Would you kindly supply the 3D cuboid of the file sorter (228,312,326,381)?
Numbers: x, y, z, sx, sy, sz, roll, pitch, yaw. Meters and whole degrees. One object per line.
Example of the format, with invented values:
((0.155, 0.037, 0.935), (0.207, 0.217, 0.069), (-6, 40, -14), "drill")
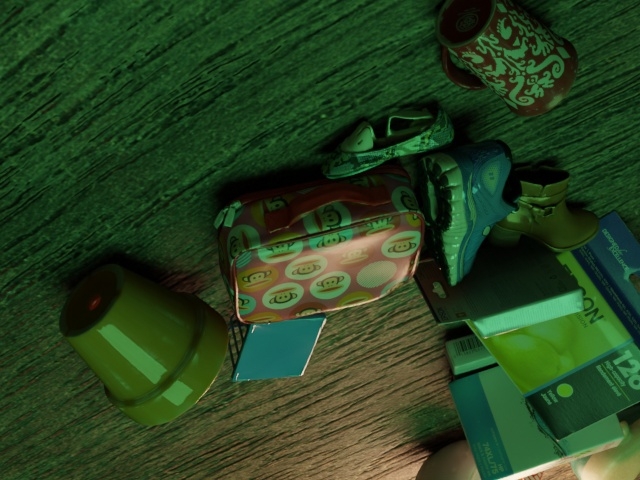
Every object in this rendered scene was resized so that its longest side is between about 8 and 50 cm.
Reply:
((-0.077, 0.131, 1.901), (0.118, 0.104, 0.170), (-3, 144, -19), "file sorter")

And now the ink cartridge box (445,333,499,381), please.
((0.328, 0.207, 2.242), (0.189, 0.066, 0.232), (-17, 167, 1), "ink cartridge box")

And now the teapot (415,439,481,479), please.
((0.286, 0.530, 2.549), (0.187, 0.252, 0.256), (4, 139, 41), "teapot")

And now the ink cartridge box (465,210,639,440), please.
((0.444, 0.152, 2.028), (0.307, 0.072, 0.304), (-33, 101, 27), "ink cartridge box")

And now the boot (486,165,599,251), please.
((0.358, -0.054, 1.849), (0.197, 0.073, 0.152), (-7, 141, -17), "boot")

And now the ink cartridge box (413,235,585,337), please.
((0.266, 0.073, 1.870), (0.224, 0.223, 0.045), (-13, 114, -2), "ink cartridge box")

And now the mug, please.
((0.215, -0.230, 1.507), (0.150, 0.113, 0.169), (-37, 137, 25), "mug")

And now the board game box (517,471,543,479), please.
((0.427, 0.423, 2.492), (0.045, 0.147, 0.193), (14, 160, 30), "board game box")

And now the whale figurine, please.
((0.651, 0.417, 2.612), (0.272, 0.141, 0.216), (-46, 142, 0), "whale figurine")

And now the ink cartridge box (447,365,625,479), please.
((0.400, 0.325, 2.252), (0.270, 0.197, 0.198), (-20, 163, 5), "ink cartridge box")

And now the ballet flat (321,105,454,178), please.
((0.086, -0.140, 1.635), (0.188, 0.070, 0.070), (-17, 146, -2), "ballet flat")

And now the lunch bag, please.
((0.000, 0.000, 1.719), (0.293, 0.120, 0.258), (-12, 150, -9), "lunch bag")

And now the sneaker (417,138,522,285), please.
((0.224, -0.040, 1.753), (0.147, 0.130, 0.330), (-23, 158, -9), "sneaker")

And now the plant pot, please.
((-0.271, 0.137, 1.769), (0.205, 0.205, 0.188), (-31, 127, 20), "plant pot")
